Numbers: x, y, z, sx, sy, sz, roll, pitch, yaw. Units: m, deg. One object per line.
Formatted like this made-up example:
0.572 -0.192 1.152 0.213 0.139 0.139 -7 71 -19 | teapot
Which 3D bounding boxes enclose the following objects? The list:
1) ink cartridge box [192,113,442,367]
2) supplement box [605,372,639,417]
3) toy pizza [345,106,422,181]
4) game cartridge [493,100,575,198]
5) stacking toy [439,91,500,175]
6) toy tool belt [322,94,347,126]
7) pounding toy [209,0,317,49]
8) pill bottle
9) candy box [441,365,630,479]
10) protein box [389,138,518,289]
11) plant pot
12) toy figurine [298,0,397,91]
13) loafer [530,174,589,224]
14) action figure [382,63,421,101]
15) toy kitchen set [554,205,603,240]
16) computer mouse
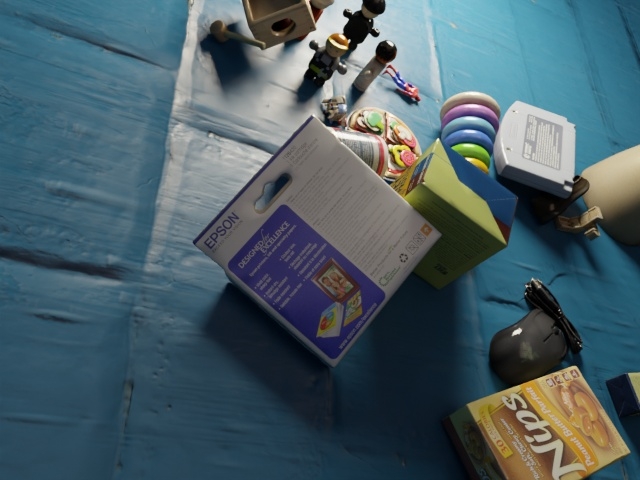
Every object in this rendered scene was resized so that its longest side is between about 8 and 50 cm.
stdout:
0.000 0.000 1.016 0.307 0.072 0.303 42 76 -2 | ink cartridge box
0.679 0.333 1.298 0.083 0.056 0.083 4 61 -28 | supplement box
0.146 -0.219 1.324 0.201 0.032 0.201 15 56 -23 | toy pizza
0.541 -0.238 1.520 0.198 0.062 0.297 18 47 7 | game cartridge
0.331 -0.172 1.350 0.141 0.141 0.330 22 57 -18 | stacking toy
0.030 -0.274 1.284 0.051 0.052 0.083 -4 57 3 | toy tool belt
-0.119 -0.450 1.247 0.206 0.094 0.181 -18 70 8 | pounding toy
0.032 -0.165 1.175 0.180 0.108 0.108 4 61 -29 | pill bottle
0.392 0.355 1.083 0.316 0.087 0.183 -6 58 -34 | candy box
0.228 -0.045 1.159 0.200 0.201 0.136 35 50 -9 | protein box
0.880 -0.157 1.570 0.256 0.274 0.256 14 57 -23 | plant pot
0.058 -0.453 1.336 0.213 0.148 0.209 1 62 -31 | toy figurine
0.600 -0.121 1.505 0.220 0.080 0.078 -33 83 -39 | loafer
0.200 -0.376 1.453 0.115 0.030 0.038 38 56 -12 | action figure
0.639 -0.039 1.478 0.075 0.083 0.068 11 57 -25 | toy kitchen set
0.447 0.196 1.232 0.272 0.072 0.188 -28 80 -39 | computer mouse
